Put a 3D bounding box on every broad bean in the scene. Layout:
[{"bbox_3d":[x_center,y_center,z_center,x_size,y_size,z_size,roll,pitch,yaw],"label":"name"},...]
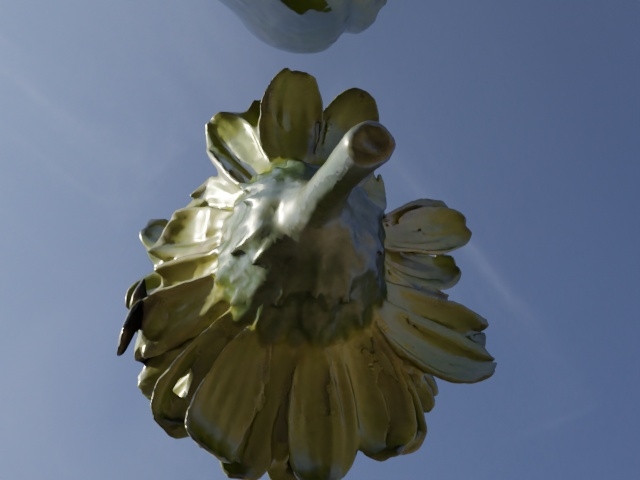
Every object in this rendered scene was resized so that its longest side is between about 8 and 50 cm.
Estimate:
[{"bbox_3d":[-0.070,-0.249,0.818,0.291,0.238,0.119,33,-88,-45],"label":"broad bean"}]

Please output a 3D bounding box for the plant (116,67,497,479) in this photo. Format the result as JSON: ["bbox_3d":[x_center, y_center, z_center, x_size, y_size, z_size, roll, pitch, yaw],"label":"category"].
[{"bbox_3d":[-0.033,0.022,0.739,0.261,0.297,0.306,-28,-103,11],"label":"plant"}]
